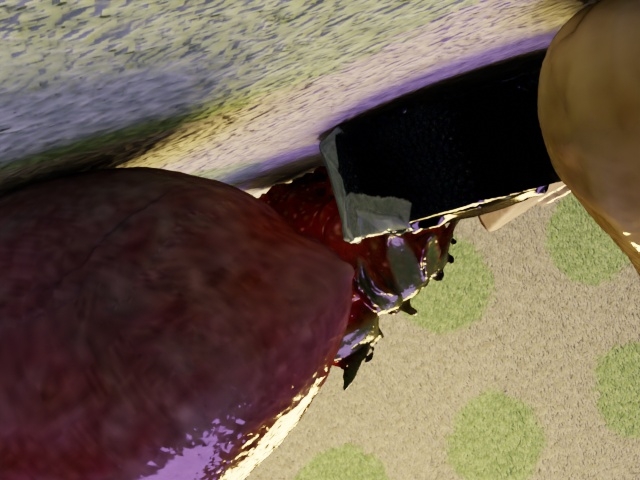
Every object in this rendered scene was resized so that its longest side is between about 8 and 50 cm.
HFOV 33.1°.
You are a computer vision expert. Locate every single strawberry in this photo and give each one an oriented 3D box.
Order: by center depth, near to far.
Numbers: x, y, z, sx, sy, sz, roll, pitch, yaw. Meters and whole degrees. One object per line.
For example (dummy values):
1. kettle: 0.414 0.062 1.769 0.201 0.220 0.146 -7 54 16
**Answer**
1. strawberry: 0.009 -0.013 0.854 0.174 0.098 0.228 -44 -146 13

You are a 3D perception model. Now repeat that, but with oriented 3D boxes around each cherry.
1. cherry: -0.091 0.050 0.502 0.250 0.175 0.192 -19 -172 28

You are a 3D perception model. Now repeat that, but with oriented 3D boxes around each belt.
1. belt: 0.083 -0.051 0.661 0.151 0.078 0.198 -19 -178 -37

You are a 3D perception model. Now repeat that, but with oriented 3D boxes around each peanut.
1. peanut: 0.202 -0.038 0.526 0.148 0.147 0.319 -18 155 27

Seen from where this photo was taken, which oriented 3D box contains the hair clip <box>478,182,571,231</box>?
1. hair clip: 0.191 -0.077 0.913 0.101 0.085 0.331 -19 173 -1
